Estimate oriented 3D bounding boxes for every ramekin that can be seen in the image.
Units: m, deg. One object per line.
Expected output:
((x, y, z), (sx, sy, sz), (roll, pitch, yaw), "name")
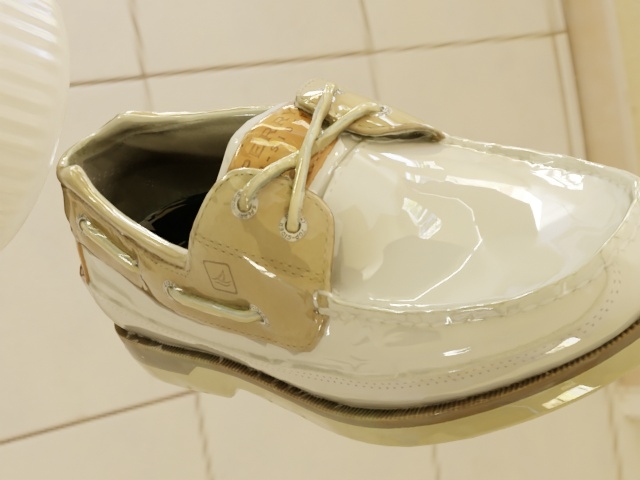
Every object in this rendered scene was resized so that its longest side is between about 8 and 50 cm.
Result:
((-0.226, -0.077, 0.920), (0.109, 0.207, 0.207), (14, 78, -33), "ramekin")

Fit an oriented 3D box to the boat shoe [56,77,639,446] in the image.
((0.000, 0.000, 0.614), (0.113, 0.302, 0.103), (-51, 120, -33), "boat shoe")
